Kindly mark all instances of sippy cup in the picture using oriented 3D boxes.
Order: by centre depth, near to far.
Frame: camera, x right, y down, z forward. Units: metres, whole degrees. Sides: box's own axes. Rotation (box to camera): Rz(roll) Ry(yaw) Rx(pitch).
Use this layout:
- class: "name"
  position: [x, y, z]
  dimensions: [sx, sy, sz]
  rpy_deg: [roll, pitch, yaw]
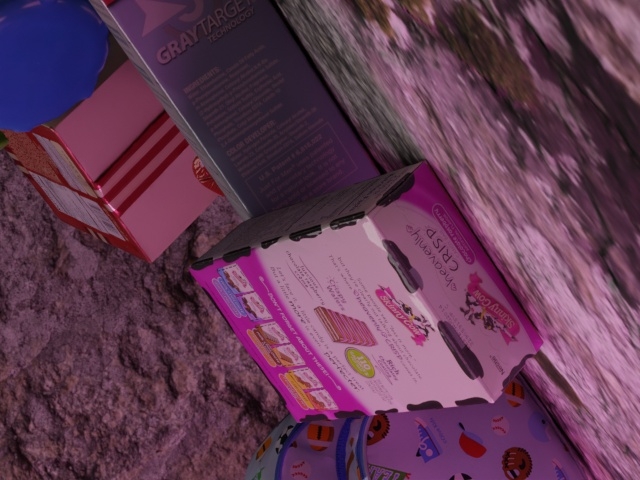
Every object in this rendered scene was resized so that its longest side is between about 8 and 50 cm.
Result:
- class: "sippy cup"
  position: [-0.331, -0.236, 1.342]
  dimensions: [0.224, 0.240, 0.305]
  rpy_deg: [51, 174, 32]

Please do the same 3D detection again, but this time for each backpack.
- class: "backpack"
  position: [0.078, 0.214, 1.128]
  dimensions: [0.276, 0.263, 0.213]
  rpy_deg: [54, 160, 7]

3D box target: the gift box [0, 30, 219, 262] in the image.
- class: "gift box"
  position: [-0.207, -0.145, 1.573]
  dimensions: [0.276, 0.258, 0.255]
  rpy_deg: [23, 153, 42]

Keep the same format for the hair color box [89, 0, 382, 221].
- class: "hair color box"
  position: [-0.090, -0.152, 1.105]
  dimensions: [0.374, 0.114, 0.185]
  rpy_deg: [55, 175, -20]

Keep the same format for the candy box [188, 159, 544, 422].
- class: "candy box"
  position: [0.026, 0.046, 0.968]
  dimensions: [0.233, 0.071, 0.159]
  rpy_deg: [-15, 114, 53]

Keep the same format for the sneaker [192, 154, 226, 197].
- class: "sneaker"
  position: [-0.034, -0.082, 1.448]
  dimensions: [0.221, 0.087, 0.128]
  rpy_deg: [35, -133, -34]
